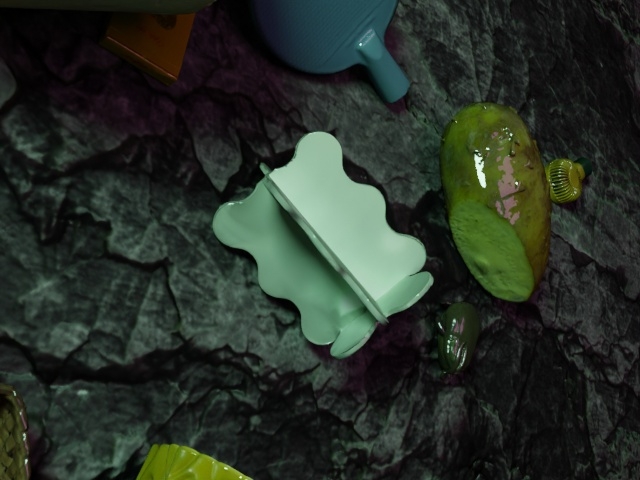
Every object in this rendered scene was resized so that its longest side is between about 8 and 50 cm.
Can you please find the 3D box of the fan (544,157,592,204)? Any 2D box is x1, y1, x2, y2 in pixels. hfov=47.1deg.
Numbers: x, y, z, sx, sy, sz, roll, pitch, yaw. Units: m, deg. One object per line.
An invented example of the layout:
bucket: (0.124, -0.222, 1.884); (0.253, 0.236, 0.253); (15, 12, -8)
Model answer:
fan: (0.461, -0.120, 1.348); (0.155, 0.039, 0.082); (-29, 99, -45)

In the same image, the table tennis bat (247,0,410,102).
table tennis bat: (0.029, -0.286, 0.899); (0.215, 0.044, 0.329); (-48, 139, -3)

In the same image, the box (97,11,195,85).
box: (-0.172, -0.249, 0.773); (0.086, 0.023, 0.155); (30, 60, -39)

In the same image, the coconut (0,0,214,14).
coconut: (-0.201, -0.323, 0.560); (0.309, 0.297, 0.298); (-16, 90, -57)

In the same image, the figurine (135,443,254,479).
figurine: (-0.149, 0.331, 0.550); (0.168, 0.187, 0.315); (47, 58, -24)

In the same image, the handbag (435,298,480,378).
handbag: (0.184, 0.134, 1.000); (0.072, 0.047, 0.111); (37, 56, -38)

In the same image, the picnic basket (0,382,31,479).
picnic basket: (-0.305, 0.160, 0.508); (0.193, 0.054, 0.110); (1, 79, -45)

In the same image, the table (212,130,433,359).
table: (0.000, 0.000, 0.790); (0.198, 0.166, 0.166); (49, 49, -13)

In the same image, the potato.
potato: (0.259, -0.055, 1.060); (0.176, 0.141, 0.298); (-19, 92, -36)
